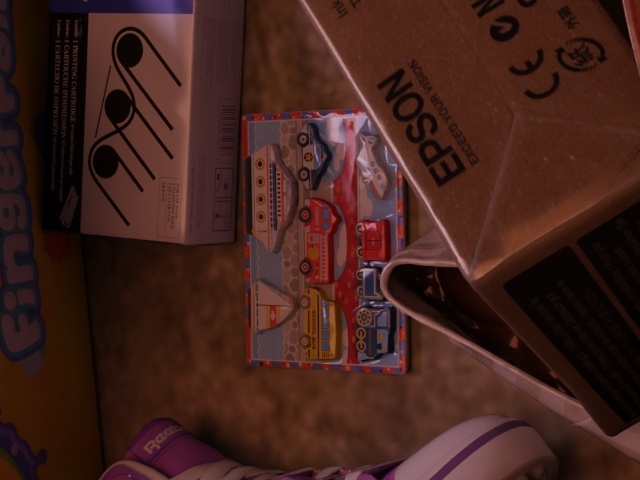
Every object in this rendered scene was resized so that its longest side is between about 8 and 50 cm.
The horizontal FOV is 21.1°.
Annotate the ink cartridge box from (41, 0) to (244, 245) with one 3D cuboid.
[{"bbox_3d":[-0.090,-0.104,0.879,0.097,0.046,0.207,6,95,33],"label":"ink cartridge box"}]

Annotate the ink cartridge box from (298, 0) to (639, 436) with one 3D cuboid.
[{"bbox_3d":[0.067,-0.061,0.650,0.088,0.193,0.234,-33,59,8],"label":"ink cartridge box"}]

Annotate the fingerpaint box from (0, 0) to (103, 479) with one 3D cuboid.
[{"bbox_3d":[-0.321,0.031,0.952,0.371,0.163,0.444,-7,88,27],"label":"fingerpaint box"}]

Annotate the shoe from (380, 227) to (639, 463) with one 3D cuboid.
[{"bbox_3d":[0.120,0.051,0.733,0.219,0.058,0.076,26,106,31],"label":"shoe"}]

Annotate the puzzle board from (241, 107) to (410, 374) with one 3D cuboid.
[{"bbox_3d":[0.000,0.000,0.843,0.096,0.011,0.128,0,91,34],"label":"puzzle board"}]

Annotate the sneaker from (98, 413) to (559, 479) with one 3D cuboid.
[{"bbox_3d":[-0.025,0.131,0.814,0.282,0.102,0.161,-43,66,28],"label":"sneaker"}]

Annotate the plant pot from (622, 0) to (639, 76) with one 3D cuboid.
[{"bbox_3d":[0.258,-0.082,0.526,0.265,0.272,0.272,-15,83,26],"label":"plant pot"}]
